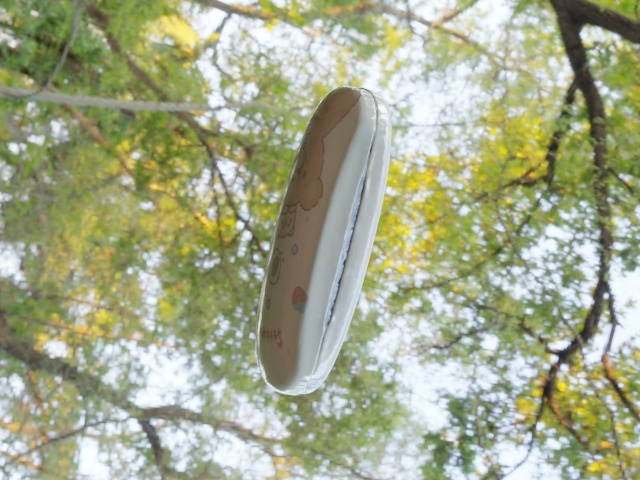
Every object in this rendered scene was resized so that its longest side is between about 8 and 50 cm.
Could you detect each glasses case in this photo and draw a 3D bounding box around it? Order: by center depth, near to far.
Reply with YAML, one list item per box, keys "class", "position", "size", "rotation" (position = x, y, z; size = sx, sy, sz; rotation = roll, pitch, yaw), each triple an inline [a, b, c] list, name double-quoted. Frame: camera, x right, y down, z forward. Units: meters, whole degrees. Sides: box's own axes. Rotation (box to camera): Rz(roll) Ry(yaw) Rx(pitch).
- class: "glasses case"
  position: [0.000, 0.000, 0.576]
  size: [0.081, 0.051, 0.204]
  rotation: [21, -82, 63]
